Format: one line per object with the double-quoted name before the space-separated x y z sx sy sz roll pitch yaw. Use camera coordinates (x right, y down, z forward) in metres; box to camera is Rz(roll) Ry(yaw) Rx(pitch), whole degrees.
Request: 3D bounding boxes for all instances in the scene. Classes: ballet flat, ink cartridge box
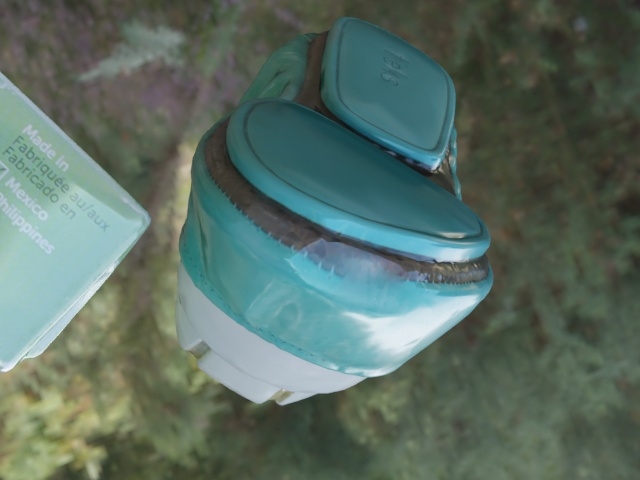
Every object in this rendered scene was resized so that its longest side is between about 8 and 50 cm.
"ballet flat" 0.000 0.000 0.487 0.087 0.083 0.247 -61 -177 16
"ink cartridge box" -0.146 -0.037 0.474 0.056 0.171 0.235 -49 -169 -13
